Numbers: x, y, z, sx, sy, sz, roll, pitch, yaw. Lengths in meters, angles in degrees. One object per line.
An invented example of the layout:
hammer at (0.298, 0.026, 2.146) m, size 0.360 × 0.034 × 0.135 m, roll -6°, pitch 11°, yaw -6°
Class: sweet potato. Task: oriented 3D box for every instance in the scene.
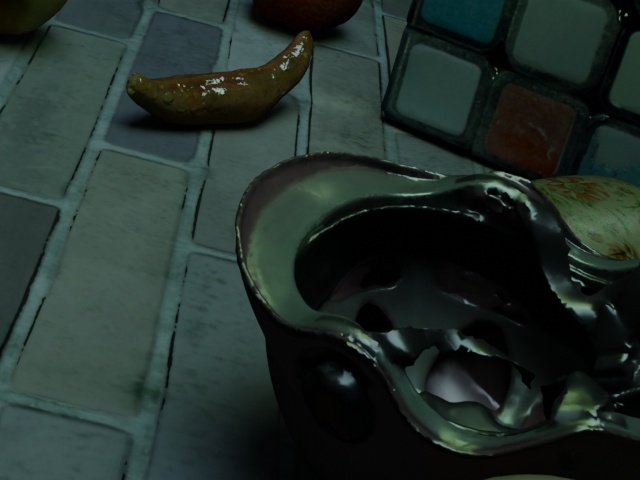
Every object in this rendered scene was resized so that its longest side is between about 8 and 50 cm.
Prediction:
sweet potato at (-0.093, -0.157, 1.304) m, size 0.255 × 0.078 × 0.058 m, roll -22°, pitch 6°, yaw -39°

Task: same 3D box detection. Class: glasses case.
glasses case at (0.180, 0.015, 1.120) m, size 0.425 × 0.098 × 0.156 m, roll -11°, pitch 37°, yaw -41°

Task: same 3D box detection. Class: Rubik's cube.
Rubik's cube at (0.316, -0.273, 1.444) m, size 0.359 × 0.363 × 0.362 m, roll 24°, pitch 32°, yaw 19°

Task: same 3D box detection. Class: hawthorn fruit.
hawthorn fruit at (-0.005, -0.367, 1.584) m, size 0.163 × 0.203 × 0.162 m, roll 17°, pitch 29°, yaw -10°

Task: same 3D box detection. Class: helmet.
helmet at (0.095, 0.093, 0.830) m, size 0.338 × 0.197 × 0.271 m, roll 21°, pitch 35°, yaw 18°

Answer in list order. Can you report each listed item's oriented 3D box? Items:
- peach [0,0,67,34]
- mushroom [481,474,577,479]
peach at (-0.347, -0.301, 1.308) m, size 0.184 × 0.184 × 0.184 m, roll 14°, pitch 28°, yaw -8°
mushroom at (0.116, 0.227, 0.648) m, size 0.204 × 0.204 × 0.204 m, roll 14°, pitch 28°, yaw -8°
